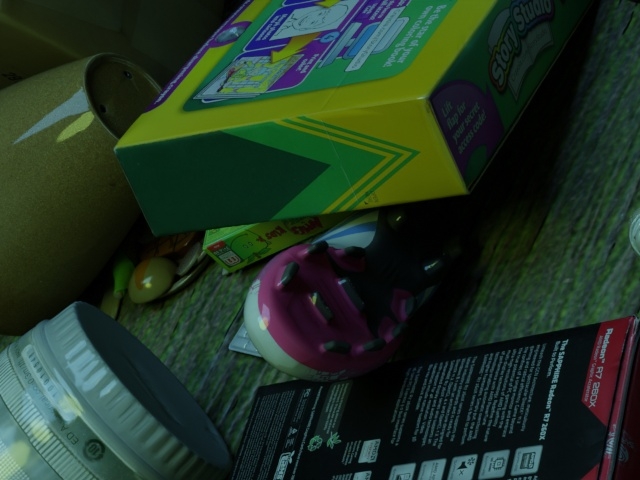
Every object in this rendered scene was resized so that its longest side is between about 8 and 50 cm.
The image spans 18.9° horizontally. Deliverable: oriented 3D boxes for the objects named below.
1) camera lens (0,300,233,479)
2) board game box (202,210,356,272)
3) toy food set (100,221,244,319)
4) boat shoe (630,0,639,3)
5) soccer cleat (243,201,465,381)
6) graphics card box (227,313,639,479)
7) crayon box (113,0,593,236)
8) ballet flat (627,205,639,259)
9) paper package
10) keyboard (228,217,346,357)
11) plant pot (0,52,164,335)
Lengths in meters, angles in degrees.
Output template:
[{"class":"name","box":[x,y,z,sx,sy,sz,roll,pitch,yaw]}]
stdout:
[{"class":"camera lens","box":[-0.240,0.215,1.642,0.274,0.219,0.219,-43,35,5]},{"class":"board game box","box":[-0.024,-0.045,1.806,0.181,0.043,0.092,-24,39,30]},{"class":"toy food set","box":[-0.153,0.006,1.917,0.192,0.038,0.132,-23,41,30]},{"class":"boat shoe","box":[0.303,-0.255,1.656,0.123,0.123,0.342,-64,32,29]},{"class":"soccer cleat","box":[0.008,0.057,1.550,0.143,0.116,0.331,-37,-2,29]},{"class":"graphics card box","box":[0.082,0.199,1.432,0.371,0.094,0.232,-14,46,37]},{"class":"crayon box","box":[0.041,-0.154,1.690,0.313,0.106,0.363,-6,31,32]},{"class":"ballet flat","box":[0.271,0.007,1.460,0.057,0.052,0.168,-41,35,8]},{"class":"paper package","box":[-0.314,-0.228,2.044,0.309,0.325,0.168,-9,67,40]},{"class":"keyboard","box":[0.000,0.000,1.785,0.072,0.014,0.256,12,64,51]},{"class":"plant pot","box":[-0.262,-0.068,1.894,0.254,0.237,0.237,-36,35,33]}]
